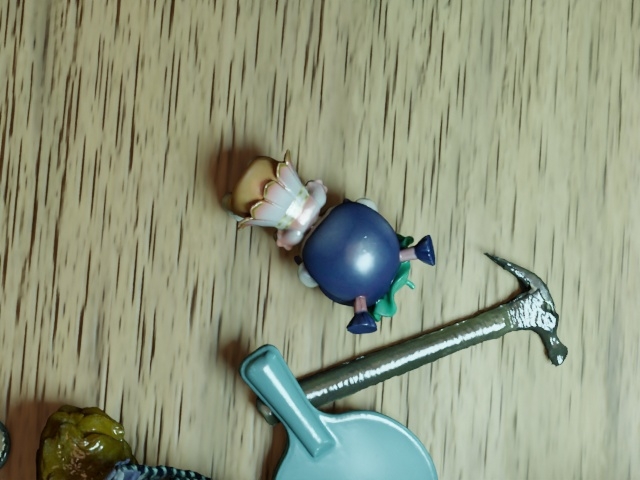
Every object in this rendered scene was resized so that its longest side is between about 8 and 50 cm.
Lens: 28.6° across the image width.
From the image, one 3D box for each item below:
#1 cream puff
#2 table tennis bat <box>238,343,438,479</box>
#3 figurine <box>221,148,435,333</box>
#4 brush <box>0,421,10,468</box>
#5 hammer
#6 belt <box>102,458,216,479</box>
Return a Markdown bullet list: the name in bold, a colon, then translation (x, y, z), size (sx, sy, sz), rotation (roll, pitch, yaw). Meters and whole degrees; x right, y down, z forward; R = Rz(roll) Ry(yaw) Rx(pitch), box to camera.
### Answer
- **cream puff**: translation (-0.203, 0.204, 1.100), size (0.094, 0.122, 0.116), rotation (8, 45, -16)
- **table tennis bat**: translation (0.008, 0.198, 1.140), size (0.153, 0.040, 0.244), rotation (-36, 101, -2)
- **figurine**: translation (0.000, 0.000, 1.136), size (0.195, 0.102, 0.111), rotation (33, 88, -2)
- **brush**: translation (-0.319, 0.289, 1.132), size (0.062, 0.027, 0.266), rotation (3, 86, -3)
- **hammer**: translation (0.081, 0.108, 1.173), size (0.297, 0.027, 0.125), rotation (-22, 88, -4)
- **belt**: translation (-0.076, 0.318, 1.032), size (0.295, 0.207, 0.160), rotation (28, 103, -33)
